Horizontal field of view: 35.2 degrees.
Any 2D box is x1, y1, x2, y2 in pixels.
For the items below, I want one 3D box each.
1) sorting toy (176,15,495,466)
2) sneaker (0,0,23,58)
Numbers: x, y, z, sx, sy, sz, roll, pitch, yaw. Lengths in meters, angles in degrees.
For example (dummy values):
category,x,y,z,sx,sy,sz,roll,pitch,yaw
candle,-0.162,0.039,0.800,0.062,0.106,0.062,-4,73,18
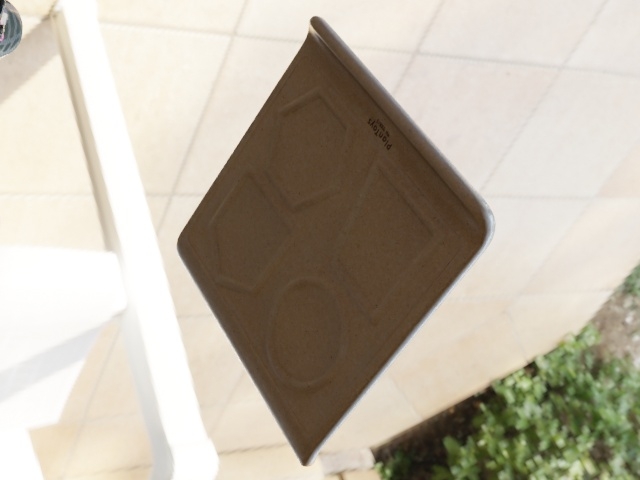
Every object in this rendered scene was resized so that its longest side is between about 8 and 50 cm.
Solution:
category,x,y,z,sx,sy,sz,roll,pitch,yaw
sorting toy,0.000,0.000,0.610,0.038,0.193,0.208,4,129,-42
sneaker,-0.261,-0.169,0.760,0.075,0.063,0.170,-10,-177,14
